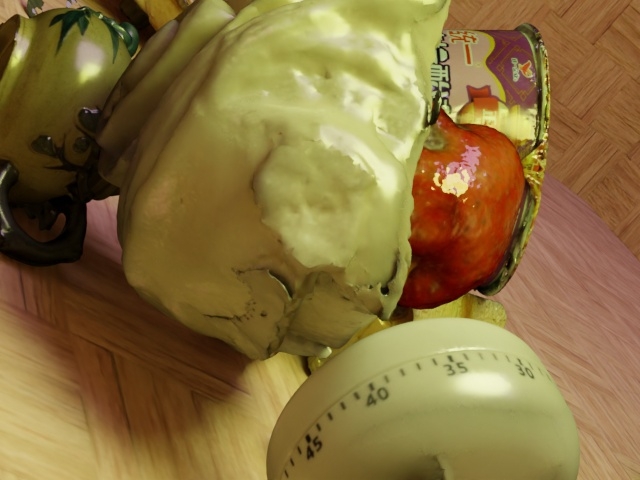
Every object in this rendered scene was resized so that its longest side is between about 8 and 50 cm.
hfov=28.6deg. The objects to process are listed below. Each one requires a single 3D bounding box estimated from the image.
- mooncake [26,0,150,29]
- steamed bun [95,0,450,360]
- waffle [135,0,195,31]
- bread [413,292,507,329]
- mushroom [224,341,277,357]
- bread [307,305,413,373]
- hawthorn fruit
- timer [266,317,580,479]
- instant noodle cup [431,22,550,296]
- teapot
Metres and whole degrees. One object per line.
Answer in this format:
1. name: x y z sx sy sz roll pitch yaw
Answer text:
1. mooncake: -0.299 -0.317 1.721 0.150 0.057 0.347 44 15 20
2. steamed bun: -0.054 -0.078 0.987 0.237 0.347 0.394 14 20 -8
3. waffle: -0.227 -0.385 1.914 0.304 0.077 0.348 55 10 6
4. bread: 0.094 0.113 1.516 0.178 0.135 0.240 10 -2 32
5. mushroom: -0.035 0.046 1.269 0.109 0.097 0.351 33 18 10
6. bread: 0.046 0.103 1.274 0.082 0.106 0.125 42 17 7
7. hawthorn fruit: 0.090 -0.016 1.216 0.207 0.207 0.243 36 40 -18
8. timer: 0.069 0.155 0.946 0.233 0.233 0.240 29 21 -36
9. instant noodle cup: 0.098 -0.114 1.493 0.266 0.340 0.340 8 22 -9
10. teapot: -0.209 -0.091 1.080 0.182 0.173 0.269 25 53 -28
